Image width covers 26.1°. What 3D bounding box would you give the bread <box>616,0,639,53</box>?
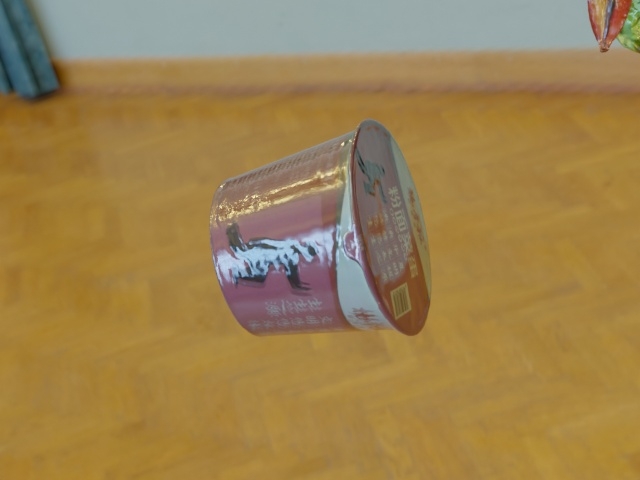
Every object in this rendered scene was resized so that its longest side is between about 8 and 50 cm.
[{"bbox_3d":[0.528,-0.328,1.676,0.377,0.251,0.208,-7,56,-32],"label":"bread"}]

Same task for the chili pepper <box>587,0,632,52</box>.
[{"bbox_3d":[0.212,-0.263,1.006,0.050,0.267,0.059,5,-12,-33],"label":"chili pepper"}]

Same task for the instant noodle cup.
[{"bbox_3d":[0.000,0.000,1.478,0.179,0.234,0.235,-11,25,21],"label":"instant noodle cup"}]
